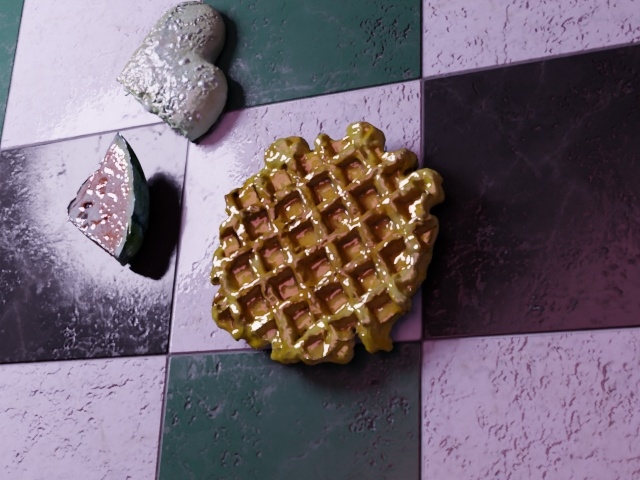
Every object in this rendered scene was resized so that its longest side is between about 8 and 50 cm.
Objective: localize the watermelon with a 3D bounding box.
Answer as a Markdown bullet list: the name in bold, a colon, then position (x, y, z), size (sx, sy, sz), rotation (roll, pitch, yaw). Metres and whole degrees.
- **watermelon**: position (-0.298, -0.052, 1.356), size (0.139, 0.071, 0.187), rotation (-8, 76, 29)

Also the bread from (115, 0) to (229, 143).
- **bread**: position (-0.218, -0.252, 1.393), size (0.172, 0.064, 0.232), rotation (-11, 66, 18)

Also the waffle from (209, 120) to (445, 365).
- **waffle**: position (0.000, 0.000, 1.199), size (0.302, 0.068, 0.325), rotation (12, 75, 27)
